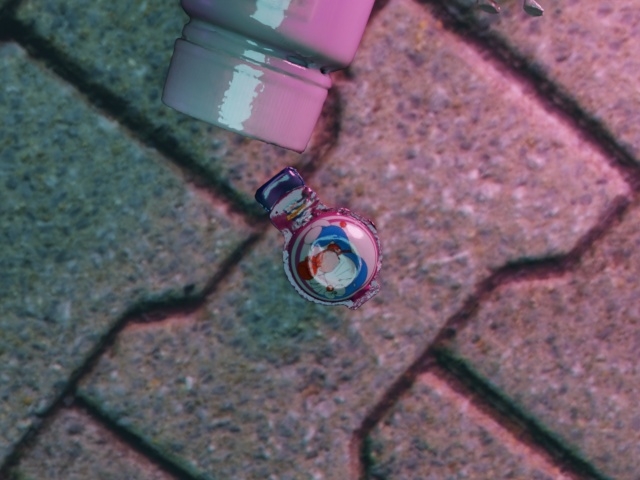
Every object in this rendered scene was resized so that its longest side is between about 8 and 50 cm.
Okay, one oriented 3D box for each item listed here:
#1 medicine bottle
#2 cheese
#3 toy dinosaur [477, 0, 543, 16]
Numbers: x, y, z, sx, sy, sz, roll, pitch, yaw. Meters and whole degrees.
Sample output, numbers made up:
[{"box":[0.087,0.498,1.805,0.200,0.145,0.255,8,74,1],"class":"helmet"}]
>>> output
[{"box":[-0.029,-0.210,0.706,0.151,0.152,0.255,21,99,-5],"class":"medicine bottle"},{"box":[0.000,0.000,0.804,0.095,0.038,0.145,-38,101,6],"class":"cheese"},{"box":[0.163,-0.252,0.763,0.187,0.044,0.106,21,87,7],"class":"toy dinosaur"}]
